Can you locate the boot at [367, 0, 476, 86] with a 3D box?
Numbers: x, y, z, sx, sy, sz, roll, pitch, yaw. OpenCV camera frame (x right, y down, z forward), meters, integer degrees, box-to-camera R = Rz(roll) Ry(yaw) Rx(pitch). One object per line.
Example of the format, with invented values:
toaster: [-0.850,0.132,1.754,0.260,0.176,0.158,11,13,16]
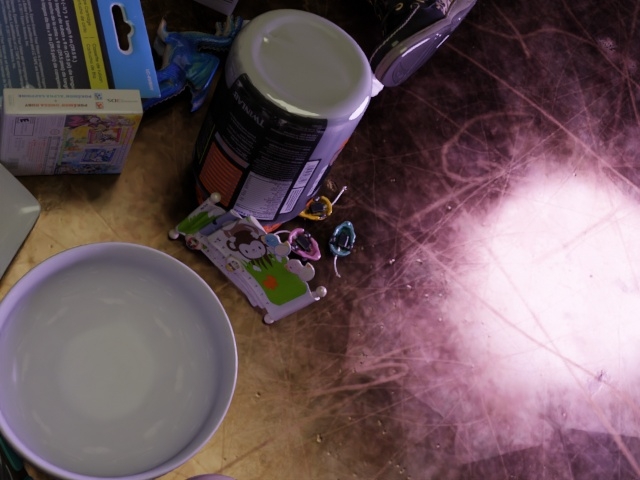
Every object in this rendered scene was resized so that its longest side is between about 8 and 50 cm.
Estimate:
boot: [0.109,-0.445,1.644,0.284,0.138,0.377,43,44,0]

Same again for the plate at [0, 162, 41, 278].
plate: [-0.534,-0.036,1.237,0.278,0.045,0.277,52,40,-35]

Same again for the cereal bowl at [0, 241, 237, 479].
cereal bowl: [-0.296,0.179,1.283,0.338,0.141,0.339,7,69,-20]

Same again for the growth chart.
growth chart: [-0.110,0.028,1.402,0.237,0.172,0.021,43,47,-4]

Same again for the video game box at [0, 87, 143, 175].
video game box: [-0.369,-0.155,1.341,0.187,0.205,0.048,-1,70,-22]

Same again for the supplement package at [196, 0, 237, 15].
supplement package: [-0.166,-0.537,1.562,0.149,0.203,0.194,22,64,-13]

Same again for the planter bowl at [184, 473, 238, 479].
planter bowl: [-0.142,0.402,1.280,0.162,0.109,0.162,8,68,-19]

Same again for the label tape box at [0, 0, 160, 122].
label tape box: [-0.448,-0.298,1.418,0.347,0.115,0.249,-8,74,-26]

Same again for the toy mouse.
toy mouse: [0.000,0.000,1.527,0.161,0.031,0.143,-20,79,-26]

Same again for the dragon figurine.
dragon figurine: [-0.217,-0.272,1.511,0.144,0.085,0.289,21,63,-13]

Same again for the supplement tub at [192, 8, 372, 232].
supplement tub: [-0.072,-0.159,1.371,0.207,0.338,0.207,10,57,-16]

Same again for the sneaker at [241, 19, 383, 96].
sneaker: [-0.027,-0.252,1.582,0.292,0.108,0.169,13,91,-33]

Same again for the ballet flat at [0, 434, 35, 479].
ballet flat: [-0.418,0.326,1.229,0.074,0.074,0.203,-29,90,-28]
